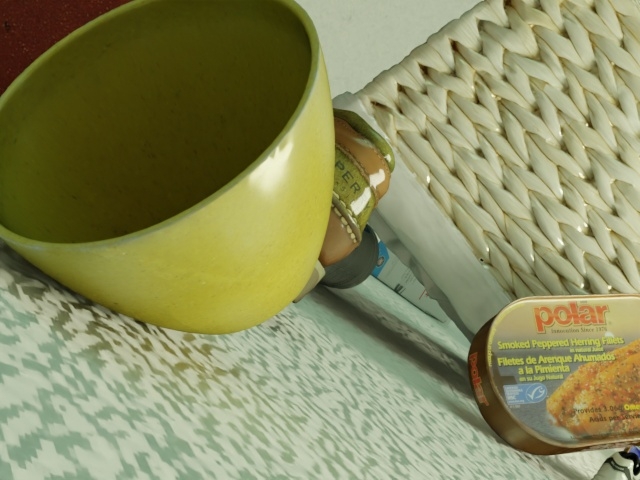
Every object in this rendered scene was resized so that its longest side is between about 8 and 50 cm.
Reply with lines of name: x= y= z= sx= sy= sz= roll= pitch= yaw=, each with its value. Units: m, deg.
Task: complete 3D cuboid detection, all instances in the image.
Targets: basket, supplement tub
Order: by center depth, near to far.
supplement tub: x=0.000 y=0.000 z=0.919 sx=0.071 sy=0.071 sz=0.107 roll=34 pitch=5 yaw=28
basket: x=0.183 y=-0.050 z=0.949 sx=0.331 sy=0.266 sz=0.328 roll=50 pitch=1 yaw=-1

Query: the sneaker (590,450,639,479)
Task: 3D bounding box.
sneaker: x=0.215 y=0.167 z=0.748 sx=0.032 sy=0.037 sz=0.083 roll=32 pitch=1 yaw=27

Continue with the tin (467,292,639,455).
tin: x=0.187 y=0.090 z=0.733 sx=0.190 sy=0.106 sz=0.040 roll=1 pitch=-22 yaw=-25

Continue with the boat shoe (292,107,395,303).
boat shoe: x=-0.043 y=-0.049 z=0.701 sx=0.110 sy=0.104 sz=0.307 roll=49 pitch=-7 yaw=-30

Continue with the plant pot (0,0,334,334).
plant pot: x=-0.049 y=-0.018 z=0.405 sx=0.134 sy=0.134 sz=0.095 roll=35 pitch=-20 yaw=43

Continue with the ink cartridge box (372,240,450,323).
ink cartridge box: x=0.155 y=0.043 z=1.477 sx=0.060 sy=0.104 sz=0.180 roll=31 pitch=4 yaw=-44

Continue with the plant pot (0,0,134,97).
plant pot: x=-0.158 y=-0.204 z=0.619 sx=0.267 sy=0.235 sz=0.267 roll=24 pitch=15 yaw=2

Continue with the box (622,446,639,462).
box: x=0.339 y=0.232 z=1.059 sx=0.081 sy=0.028 sz=0.136 roll=33 pitch=6 yaw=18
